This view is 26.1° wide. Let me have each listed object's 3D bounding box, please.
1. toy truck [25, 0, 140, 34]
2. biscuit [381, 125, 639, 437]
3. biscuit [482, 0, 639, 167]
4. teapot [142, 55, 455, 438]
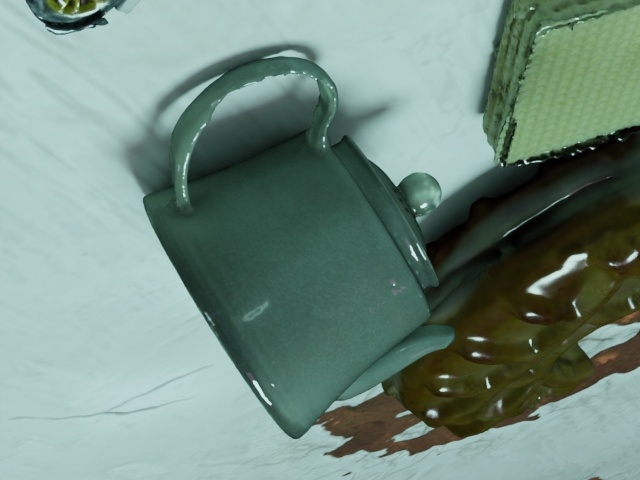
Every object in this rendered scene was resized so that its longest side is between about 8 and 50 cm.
[{"bbox_3d":[-0.114,-0.155,0.409,0.114,0.098,0.227,-39,150,20],"label":"toy truck"},{"bbox_3d":[0.198,0.022,1.004,0.366,0.115,0.268,-29,154,12],"label":"biscuit"},{"bbox_3d":[0.216,-0.124,0.800,0.250,0.046,0.147,-17,154,-8],"label":"biscuit"},{"bbox_3d":[0.000,0.000,0.774,0.149,0.162,0.239,-31,125,0],"label":"teapot"}]
